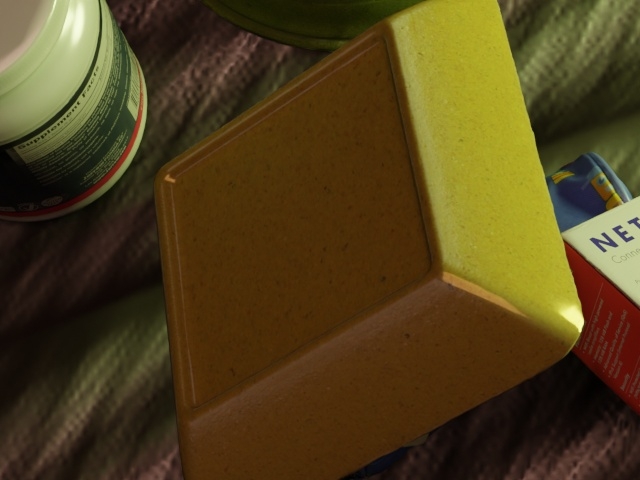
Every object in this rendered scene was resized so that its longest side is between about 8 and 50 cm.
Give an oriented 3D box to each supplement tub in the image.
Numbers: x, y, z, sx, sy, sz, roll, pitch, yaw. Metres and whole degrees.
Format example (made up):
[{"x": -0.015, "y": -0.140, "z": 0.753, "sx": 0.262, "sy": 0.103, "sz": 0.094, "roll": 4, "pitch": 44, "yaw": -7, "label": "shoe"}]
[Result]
[{"x": -0.247, "y": -0.138, "z": 1.457, "sx": 0.191, "sy": 0.272, "sz": 0.191, "roll": -2, "pitch": 73, "yaw": 6, "label": "supplement tub"}]

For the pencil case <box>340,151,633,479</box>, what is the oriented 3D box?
[{"x": 0.113, "y": 0.059, "z": 1.433, "sx": 0.306, "sy": 0.119, "sz": 0.133, "roll": -32, "pitch": 46, "yaw": -3, "label": "pencil case"}]

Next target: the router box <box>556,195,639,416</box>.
[{"x": 0.369, "y": 0.059, "z": 1.311, "sx": 0.335, "sy": 0.082, "sz": 0.301, "roll": -24, "pitch": 53, "yaw": -32, "label": "router box"}]

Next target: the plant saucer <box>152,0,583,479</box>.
[{"x": 0.000, "y": 0.000, "z": 1.364, "sx": 0.333, "sy": 0.081, "sz": 0.333, "roll": -31, "pitch": 48, "yaw": 25, "label": "plant saucer"}]

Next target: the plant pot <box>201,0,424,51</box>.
[{"x": 0.008, "y": -0.382, "z": 1.460, "sx": 0.366, "sy": 0.353, "sz": 0.366, "roll": -2, "pitch": 72, "yaw": 6, "label": "plant pot"}]
